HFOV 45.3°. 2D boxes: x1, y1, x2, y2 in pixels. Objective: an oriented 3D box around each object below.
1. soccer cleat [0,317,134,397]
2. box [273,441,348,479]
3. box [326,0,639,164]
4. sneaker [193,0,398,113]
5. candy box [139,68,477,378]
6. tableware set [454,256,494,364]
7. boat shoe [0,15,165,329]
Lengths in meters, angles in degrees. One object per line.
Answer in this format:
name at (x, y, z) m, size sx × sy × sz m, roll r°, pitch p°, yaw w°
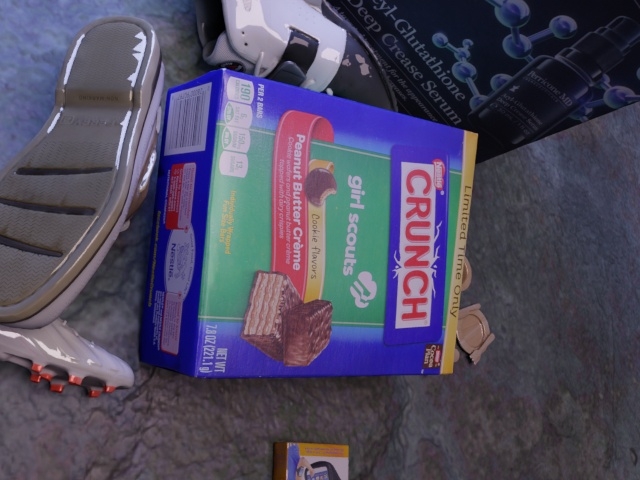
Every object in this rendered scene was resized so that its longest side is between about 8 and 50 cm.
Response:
soccer cleat at (-0.238, 0.073, 0.631) m, size 0.196 × 0.068 × 0.076 m, roll 26°, pitch 60°, yaw -27°
box at (-0.010, 0.276, 0.777) m, size 0.081 × 0.028 × 0.136 m, roll 13°, pitch 68°, yaw -35°
box at (0.222, -0.289, 0.881) m, size 0.293 × 0.395 × 0.212 m, roll 44°, pitch 54°, yaw -20°
sneaker at (-0.053, -0.212, 0.840) m, size 0.330 × 0.122 × 0.146 m, roll 47°, pitch 72°, yaw -20°
candy box at (0.000, 0.000, 0.769) m, size 0.317 × 0.122 × 0.268 m, roll 6°, pitch 88°, yaw -38°
tableware set at (0.159, 0.084, 0.970) m, size 0.141 × 0.020 × 0.168 m, roll -19°, pitch 90°, yaw -40°
boat shoe at (-0.194, -0.050, 0.652) m, size 0.113 × 0.103 × 0.302 m, roll 10°, pitch 59°, yaw 9°
